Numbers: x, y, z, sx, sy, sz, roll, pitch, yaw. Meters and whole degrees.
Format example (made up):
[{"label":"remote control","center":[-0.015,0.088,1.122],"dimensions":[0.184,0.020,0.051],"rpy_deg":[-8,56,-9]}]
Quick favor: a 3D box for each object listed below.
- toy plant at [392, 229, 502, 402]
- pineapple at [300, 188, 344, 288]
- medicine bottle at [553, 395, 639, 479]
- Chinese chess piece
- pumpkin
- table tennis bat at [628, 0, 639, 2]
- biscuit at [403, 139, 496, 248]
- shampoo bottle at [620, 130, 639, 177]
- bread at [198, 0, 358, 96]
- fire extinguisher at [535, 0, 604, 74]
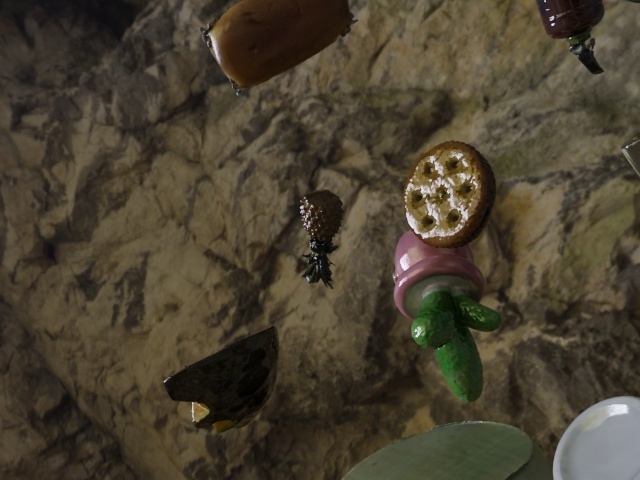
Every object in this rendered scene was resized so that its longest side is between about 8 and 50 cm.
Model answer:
[{"label":"toy plant","center":[0.288,0.148,1.497],"dimensions":[0.210,0.317,0.356],"rpy_deg":[-24,-136,13]},{"label":"pineapple","center":[0.000,0.000,0.823],"dimensions":[0.058,0.125,0.058],"rpy_deg":[2,-150,-1]},{"label":"medicine bottle","center":[0.379,0.288,0.685],"dimensions":[0.252,0.144,0.145],"rpy_deg":[39,-134,-11]},{"label":"Chinese chess piece","center":[0.189,0.412,0.999],"dimensions":[0.349,0.349,0.147],"rpy_deg":[-21,-88,-31]},{"label":"pumpkin","center":[-0.106,0.215,1.014],"dimensions":[0.131,0.149,0.254],"rpy_deg":[66,-161,6]},{"label":"table tennis bat","center":[0.450,-0.388,0.775],"dimensions":[0.244,0.153,0.040],"rpy_deg":[-36,-138,9]},{"label":"biscuit","center":[0.258,-0.090,1.306],"dimensions":[0.066,0.220,0.221],"rpy_deg":[8,-136,-39]},{"label":"shampoo bottle","center":[0.745,-0.072,1.319],"dimensions":[0.125,0.084,0.350],"rpy_deg":[-33,-90,-38]},{"label":"bread","center":[-0.067,-0.355,1.081],"dimensions":[0.241,0.136,0.107],"rpy_deg":[-32,-161,-1]},{"label":"fire extinguisher","center":[0.424,-0.444,1.124],"dimensions":[0.138,0.102,0.344],"rpy_deg":[-38,-72,-50]}]
